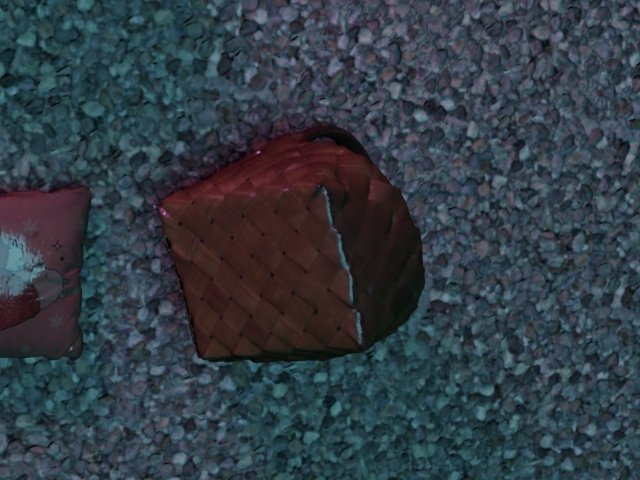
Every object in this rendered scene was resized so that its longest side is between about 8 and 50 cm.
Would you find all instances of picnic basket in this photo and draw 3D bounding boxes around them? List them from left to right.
[{"bbox_3d":[0.000,0.000,1.986,0.337,0.337,0.293,-18,103,-14],"label":"picnic basket"}]

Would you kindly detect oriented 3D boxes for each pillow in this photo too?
[{"bbox_3d":[-0.401,0.043,1.928,0.223,0.084,0.236,3,101,-20],"label":"pillow"}]
